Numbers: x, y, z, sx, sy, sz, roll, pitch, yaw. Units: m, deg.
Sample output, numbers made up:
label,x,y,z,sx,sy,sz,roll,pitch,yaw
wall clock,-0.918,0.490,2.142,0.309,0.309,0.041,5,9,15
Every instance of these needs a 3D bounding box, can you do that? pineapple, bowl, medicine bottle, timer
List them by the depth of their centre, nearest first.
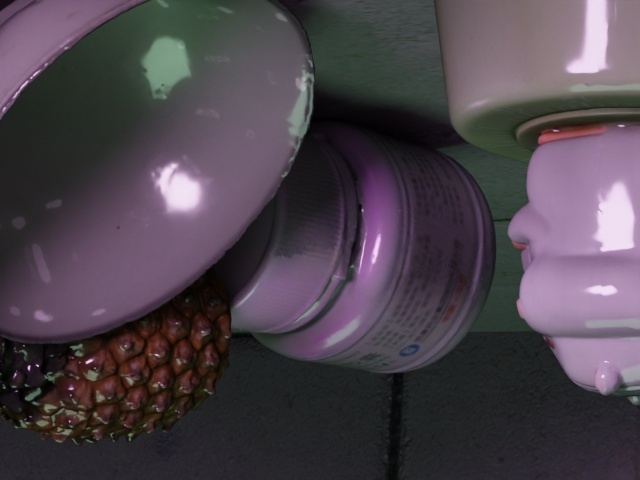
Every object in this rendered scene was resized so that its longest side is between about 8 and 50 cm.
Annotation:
label,x,y,z,sx,sy,sz,roll,pitch,yaw
timer,0.214,-0.046,1.235,0.290,0.315,0.291,4,171,1
bowl,-0.181,-0.094,1.372,0.157,0.337,0.337,45,-166,31
pineapple,-0.232,0.083,1.507,0.202,0.202,0.362,-2,179,29
medicine bottle,0.000,0.000,1.756,0.241,0.241,0.302,-7,166,44
